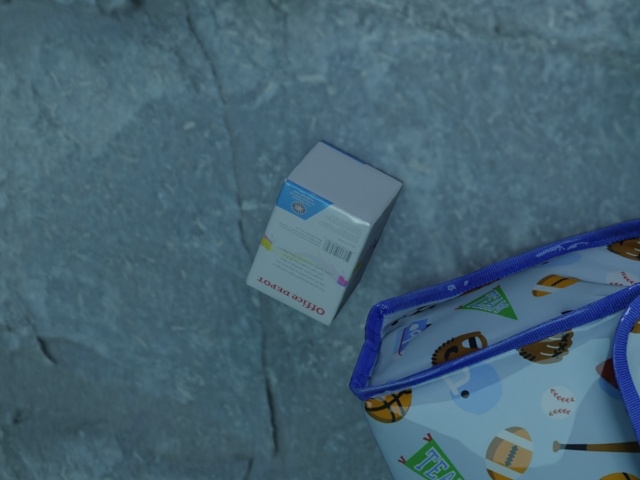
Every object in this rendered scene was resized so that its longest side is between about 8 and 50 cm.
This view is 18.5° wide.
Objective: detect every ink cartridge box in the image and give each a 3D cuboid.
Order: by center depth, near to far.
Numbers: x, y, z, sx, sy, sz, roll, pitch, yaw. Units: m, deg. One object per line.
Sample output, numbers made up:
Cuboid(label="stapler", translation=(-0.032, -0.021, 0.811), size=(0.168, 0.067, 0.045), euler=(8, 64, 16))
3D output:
Cuboid(label="ink cartridge box", translation=(0.000, 0.000, 1.829), size=(0.092, 0.090, 0.143), euler=(28, 125, 7))

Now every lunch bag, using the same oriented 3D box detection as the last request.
Cuboid(label="lunch bag", translation=(0.265, 0.169, 1.733), size=(0.385, 0.239, 0.328), euler=(-19, 109, 14))
